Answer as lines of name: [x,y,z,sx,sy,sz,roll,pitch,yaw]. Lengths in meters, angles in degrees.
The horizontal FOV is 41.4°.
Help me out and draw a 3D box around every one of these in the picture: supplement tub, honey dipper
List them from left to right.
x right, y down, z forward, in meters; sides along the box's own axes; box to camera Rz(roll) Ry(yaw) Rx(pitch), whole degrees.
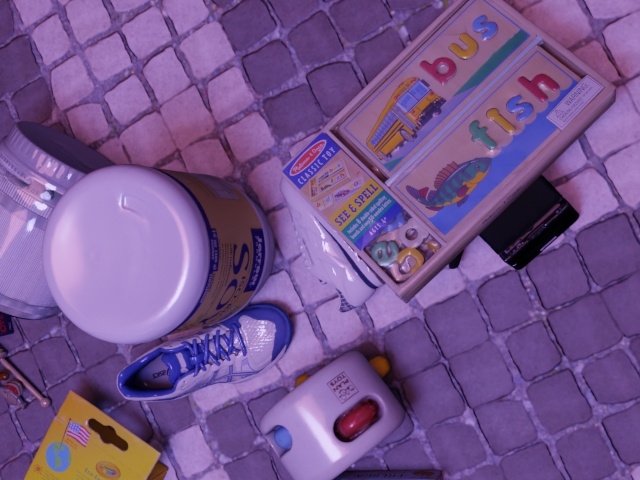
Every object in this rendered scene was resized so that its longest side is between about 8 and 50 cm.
honey dipper: [-0.537,0.238,1.504,0.160,0.030,0.030,40,101,10]
supplement tub: [-0.217,0.016,1.244,0.241,0.331,0.241,0,91,17]

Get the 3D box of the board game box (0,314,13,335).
board game box: [-0.736,0.103,1.553,0.346,0.056,0.208,-13,83,17]

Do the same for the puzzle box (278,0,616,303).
puzzle box: [0.172,-0.147,1.201,0.409,0.052,0.272,-45,65,1]

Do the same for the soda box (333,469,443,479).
soda box: [0.095,0.390,1.298,0.183,0.058,0.063,-6,89,17]

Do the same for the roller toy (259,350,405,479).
roller toy: [0.015,0.259,1.251,0.209,0.191,0.146,-40,79,14]

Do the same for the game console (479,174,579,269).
game console: [0.295,-0.029,1.218,0.122,0.107,0.071,-44,60,13]

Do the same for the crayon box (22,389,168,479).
crayon box: [-0.397,0.431,1.436,0.202,0.081,0.319,31,100,14]

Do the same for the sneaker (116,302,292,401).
sneaker: [-0.184,0.192,1.343,0.296,0.131,0.112,-27,81,14]

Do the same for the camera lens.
camera lens: [-0.465,-0.026,1.376,0.219,0.219,0.274,34,100,14]

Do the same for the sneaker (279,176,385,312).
sneaker: [0.000,0.000,1.311,0.095,0.090,0.235,-41,77,24]

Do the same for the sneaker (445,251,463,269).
sneaker: [0.249,-0.052,1.234,0.121,0.079,0.217,14,95,15]

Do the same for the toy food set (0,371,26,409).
toy food set: [-0.573,0.250,1.501,0.122,0.019,0.078,26,128,17]
